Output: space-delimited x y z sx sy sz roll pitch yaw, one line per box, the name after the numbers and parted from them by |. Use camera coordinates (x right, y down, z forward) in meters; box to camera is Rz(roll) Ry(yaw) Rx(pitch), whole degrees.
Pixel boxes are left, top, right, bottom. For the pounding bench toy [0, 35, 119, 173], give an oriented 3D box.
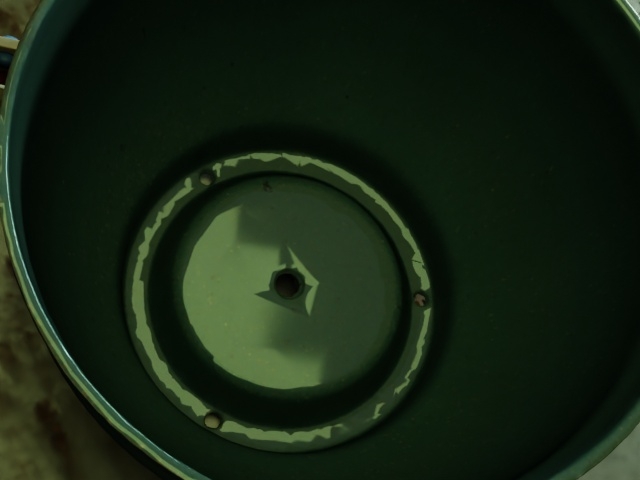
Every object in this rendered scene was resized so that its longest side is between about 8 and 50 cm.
-0.138 -0.064 0.722 0.083 0.052 0.065 12 69 -9 | pounding bench toy

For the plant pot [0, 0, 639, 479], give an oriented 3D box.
0.000 0.000 0.653 0.293 0.196 0.293 4 71 -11 | plant pot
